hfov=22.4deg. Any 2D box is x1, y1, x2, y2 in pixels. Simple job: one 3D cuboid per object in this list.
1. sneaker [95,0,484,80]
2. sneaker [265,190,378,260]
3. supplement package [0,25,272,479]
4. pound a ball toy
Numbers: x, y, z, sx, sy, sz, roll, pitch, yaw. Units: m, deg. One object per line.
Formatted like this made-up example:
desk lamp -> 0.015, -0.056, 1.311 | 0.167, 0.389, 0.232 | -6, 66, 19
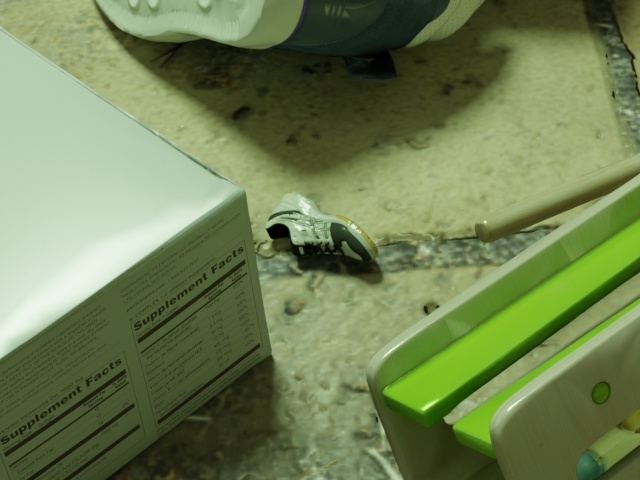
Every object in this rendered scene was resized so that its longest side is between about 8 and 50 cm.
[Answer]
sneaker -> -0.019, -0.212, 1.224 | 0.236, 0.130, 0.323 | -6, 20, -32
sneaker -> 0.000, 0.000, 1.055 | 0.083, 0.032, 0.037 | 27, 67, 35
supplement package -> -0.196, 0.013, 0.981 | 0.204, 0.145, 0.262 | -37, 52, -27
pound a ball toy -> 0.177, 0.048, 0.936 | 0.319, 0.135, 0.208 | -32, 25, -23
